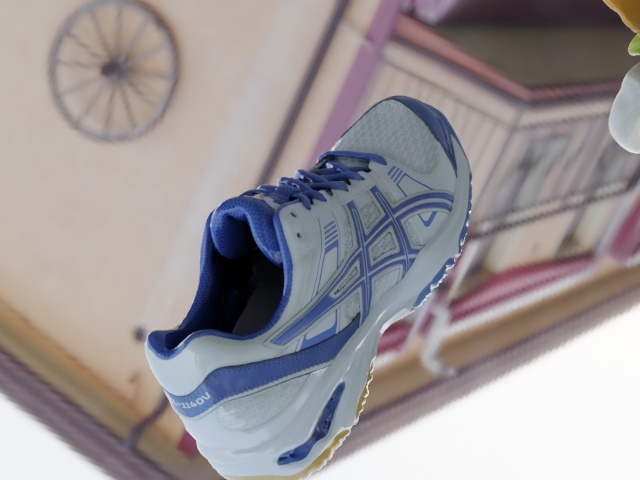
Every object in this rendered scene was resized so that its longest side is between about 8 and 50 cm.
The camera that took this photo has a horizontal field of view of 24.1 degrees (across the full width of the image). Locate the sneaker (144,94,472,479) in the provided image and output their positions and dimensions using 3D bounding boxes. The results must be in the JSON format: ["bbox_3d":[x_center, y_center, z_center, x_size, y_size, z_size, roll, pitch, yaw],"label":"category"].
[{"bbox_3d":[0.000,0.000,0.914,0.111,0.131,0.296,-4,-135,37],"label":"sneaker"}]

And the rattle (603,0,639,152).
[{"bbox_3d":[0.267,-0.133,1.271,0.142,0.130,0.200,33,169,22],"label":"rattle"}]
